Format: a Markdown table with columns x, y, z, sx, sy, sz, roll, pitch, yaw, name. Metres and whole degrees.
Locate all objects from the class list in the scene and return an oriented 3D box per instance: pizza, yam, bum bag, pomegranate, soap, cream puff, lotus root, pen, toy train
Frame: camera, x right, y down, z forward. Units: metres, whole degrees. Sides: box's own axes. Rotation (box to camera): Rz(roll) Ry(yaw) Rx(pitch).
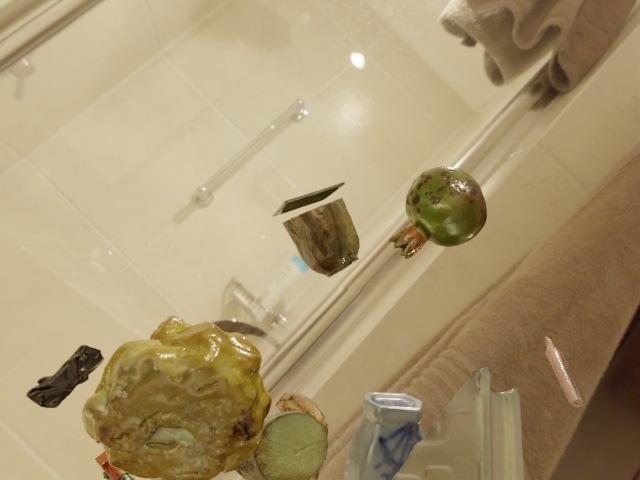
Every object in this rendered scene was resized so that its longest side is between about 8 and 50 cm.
| x | y | z | sx | sy | sz | roll | pitch | yaw | name |
| --- | --- | --- | --- | --- | --- | --- | --- | --- | --- |
| -0.099 | 0.798 | 1.994 | 0.392 | 0.080 | 0.434 | 47 | -48 | 52 | pizza |
| -0.110 | 0.497 | 1.110 | 0.168 | 0.168 | 0.304 | 45 | -32 | -1 | yam |
| -0.853 | 0.462 | 1.568 | 0.060 | 0.248 | 0.123 | 40 | -12 | 45 | bum bag |
| 0.224 | -0.049 | 0.898 | 0.159 | 0.205 | 0.159 | 47 | 2 | -2 | pomegranate |
| 0.272 | 0.443 | 0.962 | 0.159 | 0.302 | 0.258 | 33 | -37 | -23 | soap |
| -0.255 | 0.271 | 0.878 | 0.291 | 0.324 | 0.257 | 35 | 14 | -23 | cream puff |
| -0.003 | 0.014 | 1.694 | 0.267 | 0.149 | 0.260 | -18 | -85 | 46 | lotus root |
| 0.623 | 0.331 | 1.202 | 0.053 | 0.032 | 0.197 | 32 | 34 | -30 | pen |
| -0.776 | 0.890 | 1.768 | 0.176 | 0.074 | 0.118 | 27 | -45 | 28 | toy train |

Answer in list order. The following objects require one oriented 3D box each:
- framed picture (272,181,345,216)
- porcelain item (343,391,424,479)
| x | y | z | sx | sy | sz | roll | pitch | yaw | name |
| --- | --- | --- | --- | --- | --- | --- | --- | --- | --- |
| -0.040 | -0.110 | 1.285 | 0.231 | 0.173 | 0.010 | 159 | -88 | -74 | framed picture |
| 0.186 | 0.650 | 1.315 | 0.243 | 0.404 | 0.178 | 6 | -2 | -8 | porcelain item |
